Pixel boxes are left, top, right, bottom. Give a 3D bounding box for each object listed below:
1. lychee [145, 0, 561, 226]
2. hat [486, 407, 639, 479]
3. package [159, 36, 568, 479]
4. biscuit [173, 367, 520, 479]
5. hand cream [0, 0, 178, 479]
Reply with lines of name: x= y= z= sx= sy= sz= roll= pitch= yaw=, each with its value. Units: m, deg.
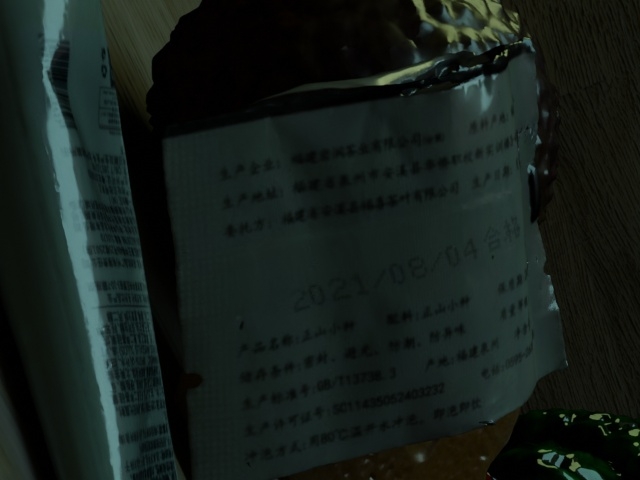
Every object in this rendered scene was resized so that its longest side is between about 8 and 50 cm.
lychee: x=0.021 y=-0.059 z=1.160 sx=0.260 sy=0.261 sz=0.260 roll=-21 pitch=90 yaw=-83
hat: x=0.121 y=0.213 z=1.323 sx=0.332 sy=0.274 sz=0.242 roll=25 pitch=35 yaw=-41
package: x=0.036 y=0.010 z=0.981 sx=0.062 sy=0.251 sz=0.204 roll=14 pitch=-64 yaw=52
biscuit: x=0.034 y=0.129 z=1.074 sx=0.049 sy=0.205 sz=0.324 roll=13 pitch=-33 yaw=49
hand cream: x=-0.106 y=0.017 z=0.774 sx=0.124 sy=0.078 sz=0.340 roll=18 pitch=59 yaw=-82
